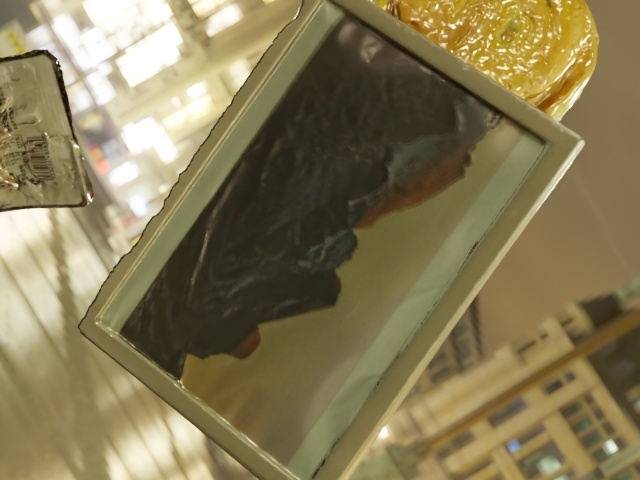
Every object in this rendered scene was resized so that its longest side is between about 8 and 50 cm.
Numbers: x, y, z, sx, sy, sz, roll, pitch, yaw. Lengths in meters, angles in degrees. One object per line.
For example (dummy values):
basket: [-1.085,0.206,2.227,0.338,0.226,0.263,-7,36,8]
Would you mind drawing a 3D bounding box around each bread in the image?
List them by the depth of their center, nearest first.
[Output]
bread: [0.168,-0.215,1.530,0.236,0.198,0.120,38,-14,3]

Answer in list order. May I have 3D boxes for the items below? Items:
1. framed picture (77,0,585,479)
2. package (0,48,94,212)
framed picture: [0.000,0.000,0.872,0.192,0.265,0.018,35,1,19]
package: [-0.318,-0.071,1.237,0.030,0.239,0.154,-106,-173,-51]
